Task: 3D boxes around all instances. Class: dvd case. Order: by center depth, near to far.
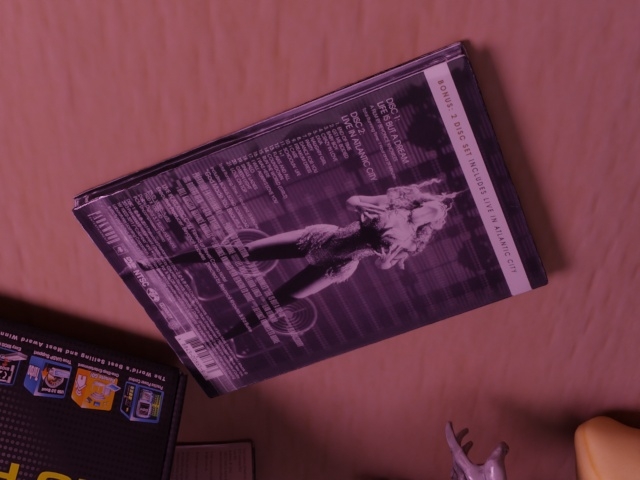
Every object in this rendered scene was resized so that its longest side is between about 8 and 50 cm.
[{"bbox_3d":[0.000,0.000,0.541,0.221,0.018,0.164,-20,127,12],"label":"dvd case"}]

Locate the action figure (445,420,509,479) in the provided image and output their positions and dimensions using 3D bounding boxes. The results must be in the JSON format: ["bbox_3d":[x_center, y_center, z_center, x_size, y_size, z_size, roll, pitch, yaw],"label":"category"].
[{"bbox_3d":[0.075,0.198,0.616,0.276,0.141,0.164,11,137,-33],"label":"action figure"}]

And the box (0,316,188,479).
[{"bbox_3d":[-0.218,0.138,0.502,0.270,0.216,0.060,20,143,-19],"label":"box"}]

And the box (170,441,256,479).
[{"bbox_3d":[-0.164,0.276,0.724,0.232,0.058,0.322,-1,130,-4],"label":"box"}]

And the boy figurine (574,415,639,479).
[{"bbox_3d":[0.282,0.206,0.687,0.177,0.092,0.285,-34,126,24],"label":"boy figurine"}]
